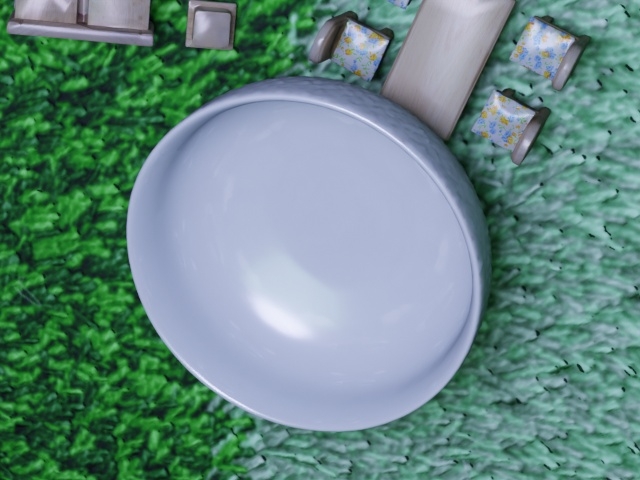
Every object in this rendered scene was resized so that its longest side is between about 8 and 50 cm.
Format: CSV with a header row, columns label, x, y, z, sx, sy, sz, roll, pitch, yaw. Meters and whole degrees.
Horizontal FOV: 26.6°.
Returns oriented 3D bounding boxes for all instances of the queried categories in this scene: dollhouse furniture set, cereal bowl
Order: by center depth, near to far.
label,x,y,z,sx,sy,sz,roll,pitch,yaw
dollhouse furniture set,0.124,-0.203,1.157,0.212,0.161,0.242,28,112,8
cereal bowl,0.000,0.000,1.253,0.338,0.141,0.339,9,118,18
dollhouse furniture set,-0.246,-0.359,1.288,0.355,0.174,0.303,5,109,-9
